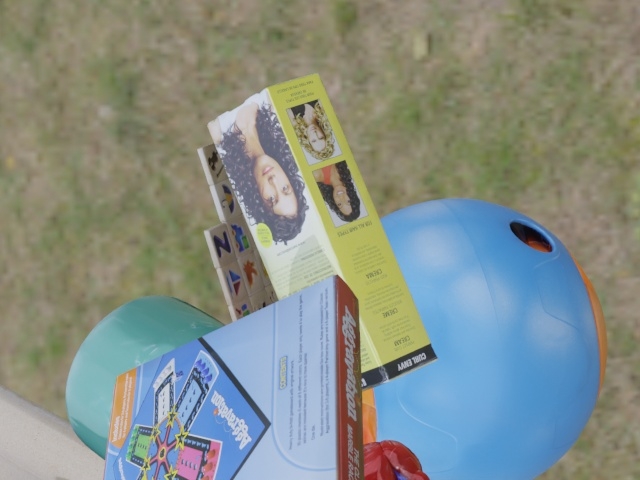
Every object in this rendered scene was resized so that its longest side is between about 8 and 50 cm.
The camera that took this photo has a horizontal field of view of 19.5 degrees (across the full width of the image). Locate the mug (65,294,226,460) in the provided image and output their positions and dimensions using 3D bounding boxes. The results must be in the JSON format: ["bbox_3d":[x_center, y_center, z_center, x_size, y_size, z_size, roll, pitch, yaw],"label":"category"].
[{"bbox_3d":[-0.094,0.108,1.347,0.097,0.158,0.129,28,144,45],"label":"mug"}]

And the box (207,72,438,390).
[{"bbox_3d":[0.000,0.000,1.380,0.087,0.058,0.232,-27,85,50],"label":"box"}]

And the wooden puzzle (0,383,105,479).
[{"bbox_3d":[-0.269,0.322,1.754,0.322,0.080,0.347,22,110,37],"label":"wooden puzzle"}]

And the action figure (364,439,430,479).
[{"bbox_3d":[0.055,0.212,0.998,0.139,0.091,0.280,63,180,-36],"label":"action figure"}]

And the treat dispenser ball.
[{"bbox_3d":[0.129,0.103,1.781,0.288,0.288,0.288,6,98,50],"label":"treat dispenser ball"}]

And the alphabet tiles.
[{"bbox_3d":[-0.064,0.007,1.925,0.009,0.198,0.237,-15,96,25],"label":"alphabet tiles"}]

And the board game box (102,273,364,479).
[{"bbox_3d":[-0.046,0.141,0.895,0.145,0.027,0.281,-24,35,18],"label":"board game box"}]
